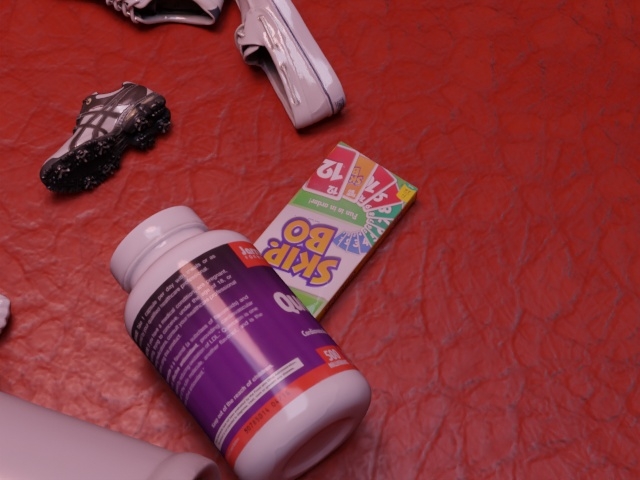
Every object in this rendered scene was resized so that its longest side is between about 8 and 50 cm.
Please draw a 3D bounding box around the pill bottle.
[{"bbox_3d":[-0.101,0.115,1.545,0.181,0.181,0.323,-34,69,-18],"label":"pill bottle"}]

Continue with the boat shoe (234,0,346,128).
[{"bbox_3d":[-0.070,-0.267,1.792,0.088,0.096,0.267,-30,83,-12],"label":"boat shoe"}]

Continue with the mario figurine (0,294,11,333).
[{"bbox_3d":[-0.461,0.021,1.566,0.198,0.170,0.320,-10,62,-33],"label":"mario figurine"}]

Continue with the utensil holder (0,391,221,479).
[{"bbox_3d":[-0.336,0.311,1.357,0.385,0.327,0.327,19,63,10],"label":"utensil holder"}]

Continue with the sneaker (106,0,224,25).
[{"bbox_3d":[-0.255,-0.347,1.829,0.258,0.094,0.091,4,58,-1],"label":"sneaker"}]

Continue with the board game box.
[{"bbox_3d":[0.000,0.000,1.694,0.124,0.039,0.259,33,69,15],"label":"board game box"}]

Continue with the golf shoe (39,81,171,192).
[{"bbox_3d":[-0.291,-0.136,1.737,0.198,0.077,0.094,-36,58,-26],"label":"golf shoe"}]
